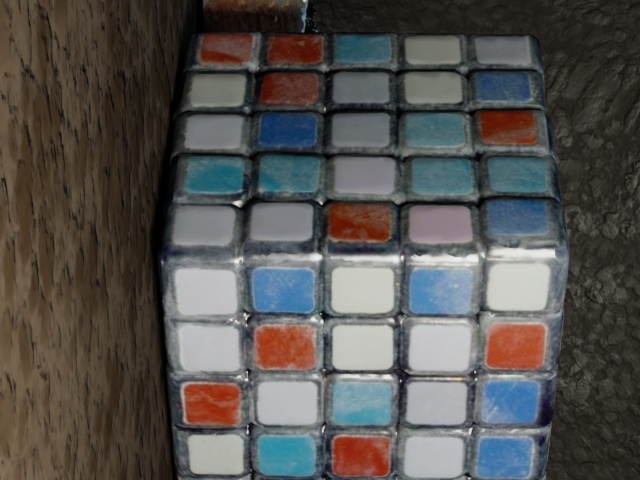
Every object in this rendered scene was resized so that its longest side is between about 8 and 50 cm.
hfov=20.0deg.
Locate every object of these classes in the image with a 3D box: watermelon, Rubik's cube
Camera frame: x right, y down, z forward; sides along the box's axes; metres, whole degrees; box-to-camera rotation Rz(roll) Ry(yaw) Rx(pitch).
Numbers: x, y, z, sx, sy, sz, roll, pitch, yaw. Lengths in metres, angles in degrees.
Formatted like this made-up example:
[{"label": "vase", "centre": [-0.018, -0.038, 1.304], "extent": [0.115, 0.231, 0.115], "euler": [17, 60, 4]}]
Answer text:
[{"label": "watermelon", "centre": [-0.060, -0.164, 1.564], "extent": [0.158, 0.097, 0.121], "euler": [-82, 172, -46]}, {"label": "Rubik's cube", "centre": [0.033, 0.029, 1.407], "extent": [0.292, 0.286, 0.293], "euler": [-89, 178, -49]}]

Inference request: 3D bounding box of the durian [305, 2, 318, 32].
[{"label": "durian", "centre": [-0.041, -0.227, 2.040], "extent": [0.188, 0.091, 0.148], "euler": [-89, 179, -76]}]
